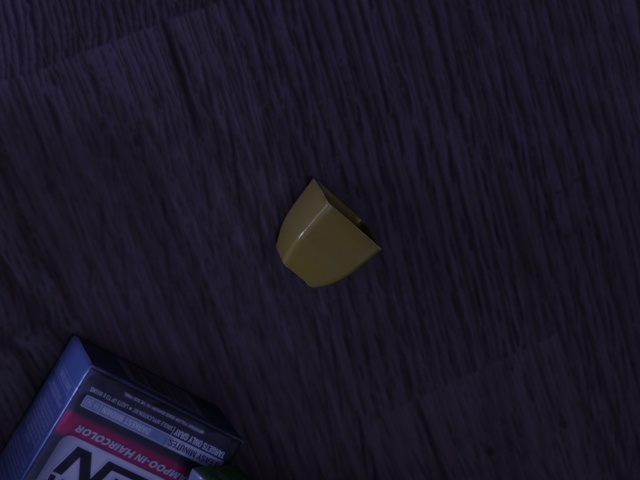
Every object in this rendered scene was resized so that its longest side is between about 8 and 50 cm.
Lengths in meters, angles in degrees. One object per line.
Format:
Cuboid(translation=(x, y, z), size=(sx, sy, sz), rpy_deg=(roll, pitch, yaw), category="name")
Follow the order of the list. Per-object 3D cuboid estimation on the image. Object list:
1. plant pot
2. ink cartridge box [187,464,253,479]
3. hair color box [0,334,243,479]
Cuboid(translation=(0.000, 0.000, 1.390), size=(0.081, 0.081, 0.083), rpy_deg=(41, 99, -23), category="plant pot")
Cuboid(translation=(-0.106, 0.338, 1.304), size=(0.062, 0.109, 0.209), rpy_deg=(5, 111, -47), category="ink cartridge box")
Cuboid(translation=(-0.260, 0.307, 1.349), size=(0.185, 0.113, 0.374), rpy_deg=(31, 92, -24), category="hair color box")
